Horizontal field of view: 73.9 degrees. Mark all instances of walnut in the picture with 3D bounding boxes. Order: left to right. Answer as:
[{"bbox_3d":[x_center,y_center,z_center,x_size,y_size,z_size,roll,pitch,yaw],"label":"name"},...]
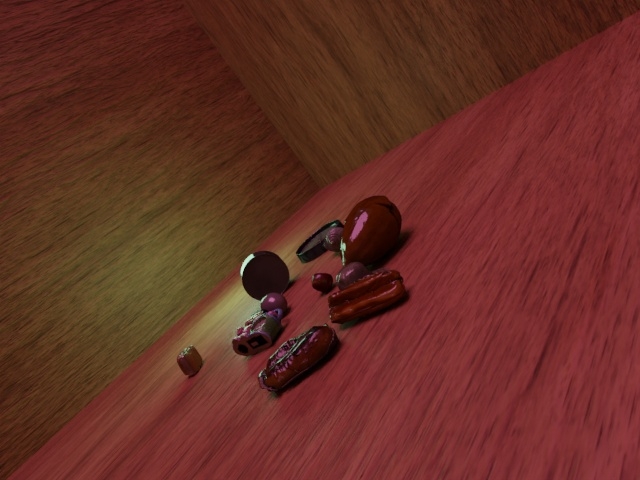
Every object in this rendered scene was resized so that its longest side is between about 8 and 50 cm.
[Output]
[{"bbox_3d":[0.174,-0.014,1.553,0.336,0.209,0.209,-56,18,-21],"label":"walnut"}]

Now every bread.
[{"bbox_3d":[-0.586,0.536,1.890,0.082,0.106,0.125,-35,10,10],"label":"bread"}]

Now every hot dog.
[{"bbox_3d":[-0.067,0.330,1.225,0.270,0.082,0.162,-38,10,3],"label":"hot dog"},{"bbox_3d":[0.127,0.162,1.236,0.268,0.115,0.072,-26,-26,32],"label":"hot dog"}]

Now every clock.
[{"bbox_3d":[-0.227,0.336,1.629,0.193,0.100,0.196,-27,18,26],"label":"clock"},{"bbox_3d":[0.001,0.002,2.293,0.312,0.061,0.313,-36,13,10],"label":"clock"}]

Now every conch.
[{"bbox_3d":[0.080,0.003,1.963,0.135,0.102,0.153,-44,-25,26],"label":"conch"}]

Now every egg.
[{"bbox_3d":[-0.192,0.267,1.758,0.103,0.103,0.135,-45,19,-32],"label":"egg"}]

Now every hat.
[{"bbox_3d":[0.110,0.131,1.381,0.252,0.110,0.252,-37,12,9],"label":"hat"}]

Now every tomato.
[{"bbox_3d":[0.006,0.162,1.637,0.087,0.087,0.075,-12,72,64],"label":"tomato"}]

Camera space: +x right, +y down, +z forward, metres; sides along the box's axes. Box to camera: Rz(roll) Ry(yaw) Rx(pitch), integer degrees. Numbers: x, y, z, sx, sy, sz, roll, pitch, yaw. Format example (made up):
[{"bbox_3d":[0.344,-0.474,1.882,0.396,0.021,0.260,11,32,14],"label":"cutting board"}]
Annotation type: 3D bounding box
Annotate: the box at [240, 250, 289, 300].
[{"bbox_3d":[-0.271,0.167,2.062,0.226,0.226,0.149,-39,12,-6],"label":"box"}]
